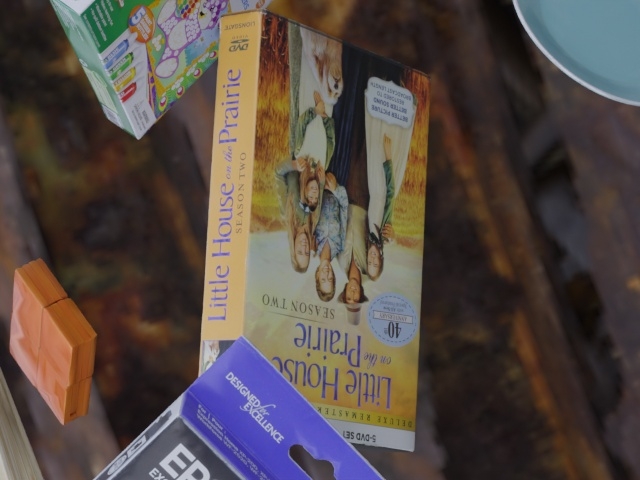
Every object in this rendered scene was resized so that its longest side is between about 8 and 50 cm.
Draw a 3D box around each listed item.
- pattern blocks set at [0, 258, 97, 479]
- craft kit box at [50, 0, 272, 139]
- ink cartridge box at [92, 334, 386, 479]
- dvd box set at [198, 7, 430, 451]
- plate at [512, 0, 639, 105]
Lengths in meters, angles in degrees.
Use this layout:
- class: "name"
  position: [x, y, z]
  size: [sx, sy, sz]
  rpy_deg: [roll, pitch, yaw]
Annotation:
- class: "pattern blocks set"
  position: [-0.205, 0.060, 0.967]
  size: [0.285, 0.026, 0.324]
  rpy_deg: [5, 112, 41]
- class: "craft kit box"
  position: [-0.148, -0.258, 1.976]
  size: [0.061, 0.246, 0.250]
  rpy_deg: [33, 164, 22]
- class: "ink cartridge box"
  position: [-0.052, 0.201, 1.192]
  size: [0.206, 0.208, 0.045]
  rpy_deg: [46, 179, -16]
- class: "dvd box set"
  position: [0.000, 0.000, 2.011]
  size: [0.062, 0.308, 0.420]
  rpy_deg: [-4, 77, 38]
- class: "plate"
  position: [0.235, -0.180, 1.570]
  size: [0.188, 0.188, 0.024]
  rpy_deg: [59, 144, 19]
